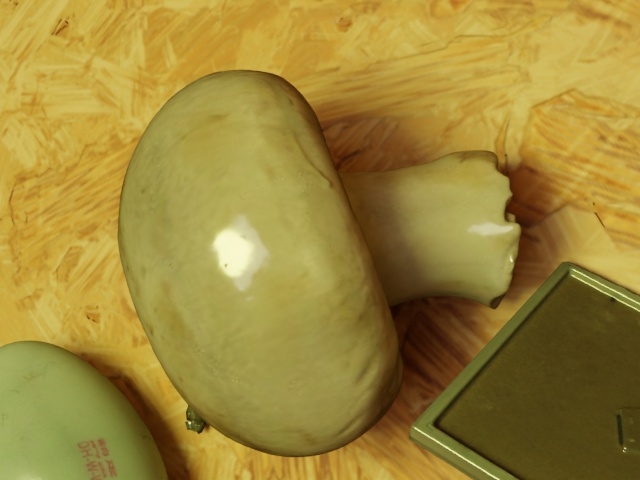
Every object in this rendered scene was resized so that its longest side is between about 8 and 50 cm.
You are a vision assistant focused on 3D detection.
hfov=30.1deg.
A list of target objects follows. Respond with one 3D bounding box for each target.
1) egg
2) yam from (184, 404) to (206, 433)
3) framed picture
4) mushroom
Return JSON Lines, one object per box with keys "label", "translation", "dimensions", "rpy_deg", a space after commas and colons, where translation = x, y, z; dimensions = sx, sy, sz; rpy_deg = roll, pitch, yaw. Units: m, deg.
{"label": "egg", "translation": [-0.232, 0.208, 1.042], "dimensions": [0.183, 0.183, 0.264], "rpy_deg": [-39, 64, 21]}
{"label": "yam", "translation": [-0.093, 0.109, 1.060], "dimensions": [0.033, 0.027, 0.129], "rpy_deg": [24, 98, -13]}
{"label": "framed picture", "translation": [0.238, 0.137, 0.805], "dimensions": [0.289, 0.211, 0.020], "rpy_deg": [29, 142, 26]}
{"label": "mushroom", "translation": [0.000, 0.000, 0.898], "dimensions": [0.290, 0.297, 0.297], "rpy_deg": [-21, 76, -2]}
